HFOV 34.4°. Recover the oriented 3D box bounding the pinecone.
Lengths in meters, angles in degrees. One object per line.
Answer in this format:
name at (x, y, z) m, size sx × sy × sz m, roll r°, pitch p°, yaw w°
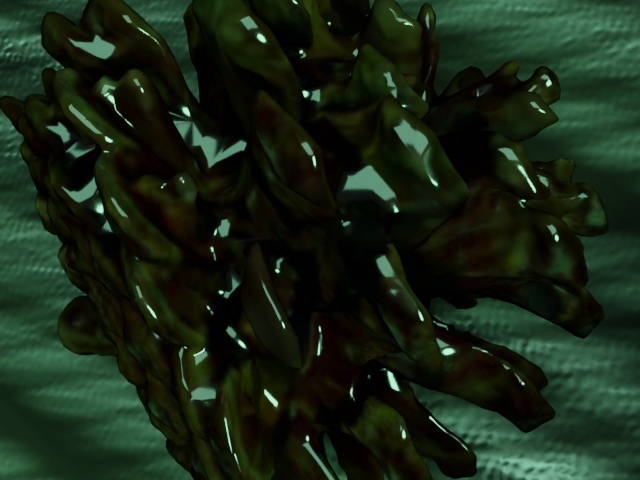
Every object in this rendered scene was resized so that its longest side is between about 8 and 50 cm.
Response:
pinecone at (0.000, 0.000, 0.670) m, size 0.398 × 0.398 × 0.397 m, roll -5°, pitch 72°, yaw 15°
